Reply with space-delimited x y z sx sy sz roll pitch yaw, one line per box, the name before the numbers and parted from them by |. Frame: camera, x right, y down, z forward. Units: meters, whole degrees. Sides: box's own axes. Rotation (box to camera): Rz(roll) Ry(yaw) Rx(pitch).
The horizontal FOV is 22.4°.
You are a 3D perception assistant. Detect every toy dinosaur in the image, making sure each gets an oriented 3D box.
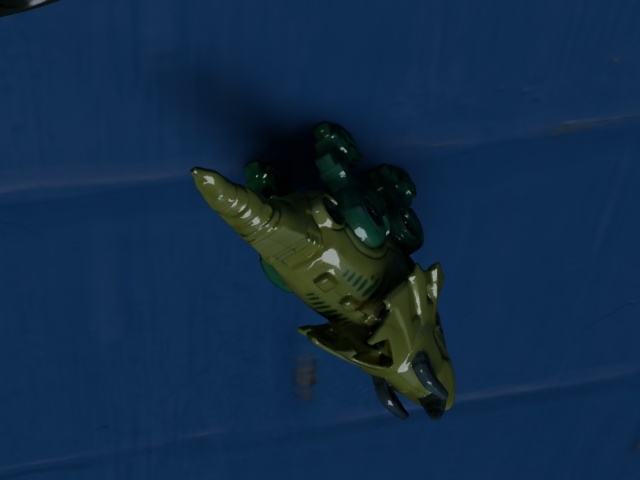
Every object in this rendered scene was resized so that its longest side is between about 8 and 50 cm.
toy dinosaur | 0.000 0.000 0.956 0.094 0.153 0.259 -31 134 19

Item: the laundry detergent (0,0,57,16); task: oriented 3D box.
laundry detergent | -0.146 -0.154 0.718 0.221 0.078 0.144 -32 142 16
